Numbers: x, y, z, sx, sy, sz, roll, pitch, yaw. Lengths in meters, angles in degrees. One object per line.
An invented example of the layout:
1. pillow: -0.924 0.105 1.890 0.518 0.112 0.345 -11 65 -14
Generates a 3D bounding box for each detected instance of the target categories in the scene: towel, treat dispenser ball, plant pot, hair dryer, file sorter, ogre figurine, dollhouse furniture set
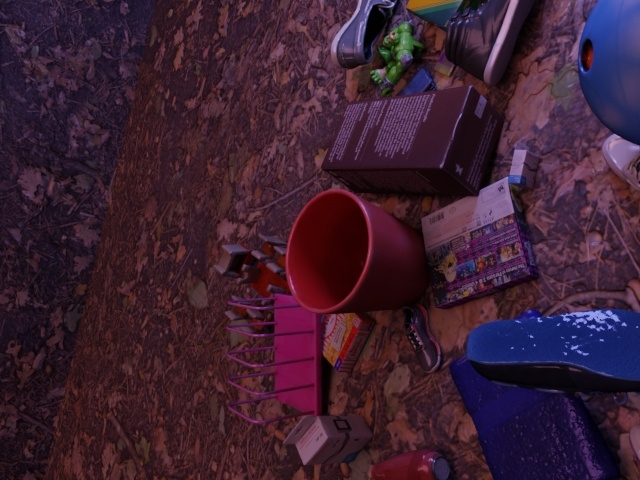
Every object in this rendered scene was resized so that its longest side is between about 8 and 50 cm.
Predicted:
1. towel: 0.225 -0.354 1.497 0.119 0.029 0.067 -44 50 35
2. treat dispenser ball: 0.528 -0.275 0.900 0.288 0.288 0.288 -18 67 47
3. plant pot: 0.098 0.043 1.367 0.274 0.243 0.275 -18 65 46
4. towel: 0.302 -0.427 1.439 0.060 0.009 0.083 46 115 46
5. hair dryer: 0.201 0.530 1.235 0.293 0.080 0.224 34 107 50
6. file sorter: -0.127 0.291 1.565 0.202 0.182 0.291 1 92 56
7. ogre figurine: 0.188 -0.461 1.525 0.118 0.096 0.197 -39 18 52
8. dollhouse furniture set: -0.180 0.105 1.809 0.259 0.135 0.262 35 107 37
9. towel: 0.372 0.308 1.103 0.228 0.076 0.308 -46 46 37

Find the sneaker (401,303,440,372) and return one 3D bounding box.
1. sneaker: 0.205 0.209 1.332 0.061 0.064 0.158 -40 51 36

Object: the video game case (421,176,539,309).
1. video game case: 0.317 0.010 1.271 0.232 0.041 0.210 -29 57 43

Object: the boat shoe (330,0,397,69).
1. boat shoe: 0.143 -0.561 1.555 0.099 0.116 0.320 17 69 42

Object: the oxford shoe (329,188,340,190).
1. oxford shoe: 0.000 0.000 1.620 0.098 0.096 0.271 46 115 40

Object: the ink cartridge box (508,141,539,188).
1. ink cartridge box: 0.399 -0.147 1.211 0.028 0.048 0.083 11 89 51

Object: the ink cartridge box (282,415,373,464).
1. ink cartridge box: 0.018 0.452 1.399 0.104 0.180 0.060 -56 43 25

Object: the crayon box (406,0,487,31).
1. crayon box: 0.332 -0.613 1.398 0.279 0.081 0.165 -60 42 20

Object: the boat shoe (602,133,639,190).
1. boat shoe: 0.543 -0.117 1.007 0.083 0.075 0.226 -59 42 20

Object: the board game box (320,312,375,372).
1. board game box: 0.038 0.213 1.549 0.193 0.045 0.147 39 110 49

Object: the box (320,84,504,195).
1. box: 0.193 -0.214 1.386 0.381 0.143 0.191 8 72 53

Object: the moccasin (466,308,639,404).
1. moccasin: 0.411 0.181 0.985 0.341 0.117 0.138 1 51 33

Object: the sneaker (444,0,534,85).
1. sneaker: 0.354 -0.488 1.292 0.146 0.104 0.296 29 107 29

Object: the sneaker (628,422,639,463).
1. sneaker: 0.569 0.355 0.840 0.152 0.114 0.305 -50 49 10
